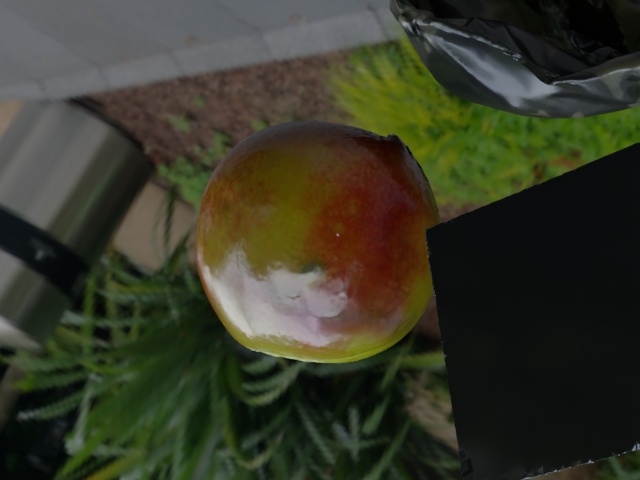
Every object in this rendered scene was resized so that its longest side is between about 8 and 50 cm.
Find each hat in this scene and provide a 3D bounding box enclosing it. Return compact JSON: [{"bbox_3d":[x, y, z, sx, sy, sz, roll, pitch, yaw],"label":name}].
[{"bbox_3d":[0.256,-0.174,1.271,0.382,0.257,0.366,44,-165,-44],"label":"hat"}]

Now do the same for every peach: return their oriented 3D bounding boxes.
[{"bbox_3d":[0.000,0.000,1.225,0.231,0.231,0.231,23,166,6],"label":"peach"}]

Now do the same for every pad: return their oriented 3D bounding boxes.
[{"bbox_3d":[0.165,0.022,0.675,0.243,0.163,0.004,-23,148,29],"label":"pad"}]
